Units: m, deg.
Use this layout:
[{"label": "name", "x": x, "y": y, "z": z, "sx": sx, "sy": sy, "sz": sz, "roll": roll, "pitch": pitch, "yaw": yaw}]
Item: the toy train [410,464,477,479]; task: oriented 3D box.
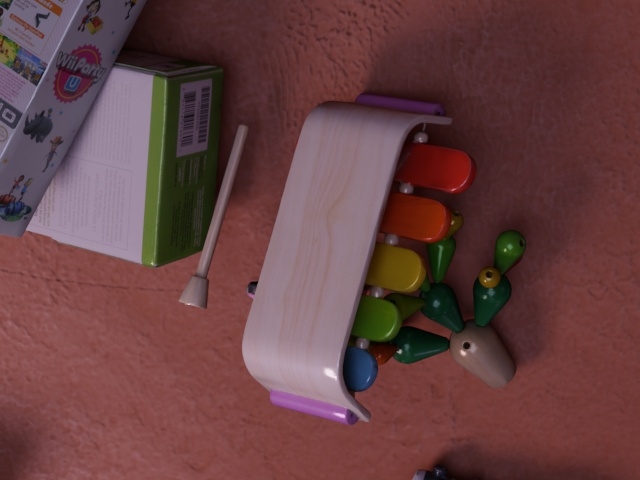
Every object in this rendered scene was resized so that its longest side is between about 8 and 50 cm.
[{"label": "toy train", "x": 0.155, "y": 0.294, "z": 1.848, "sx": 0.184, "sy": 0.080, "sz": 0.105, "roll": 20, "pitch": 97, "yaw": 5}]

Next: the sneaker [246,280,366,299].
[{"label": "sneaker", "x": -0.015, "y": 0.036, "z": 1.825, "sx": 0.119, "sy": 0.047, "sz": 0.057, "roll": -3, "pitch": 98, "yaw": 1}]

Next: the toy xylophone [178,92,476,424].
[{"label": "toy xylophone", "x": 0.000, "y": 0.000, "z": 1.733, "sx": 0.236, "sy": 0.081, "sz": 0.323, "roll": 22, "pitch": 89, "yaw": 37}]

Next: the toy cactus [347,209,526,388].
[{"label": "toy cactus", "x": 0.122, "y": 0.073, "z": 1.794, "sx": 0.219, "sy": 0.112, "sz": 0.180, "roll": -38, "pitch": 116, "yaw": 8}]

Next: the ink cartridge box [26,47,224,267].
[{"label": "ink cartridge box", "x": -0.231, "y": -0.097, "z": 1.800, "sx": 0.255, "sy": 0.097, "sz": 0.189, "roll": 14, "pitch": 108, "yaw": 29}]

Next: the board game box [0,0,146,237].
[{"label": "board game box", "x": -0.308, "y": -0.189, "z": 1.719, "sx": 0.224, "sy": 0.097, "sz": 0.303, "roll": 34, "pitch": 102, "yaw": 28}]
